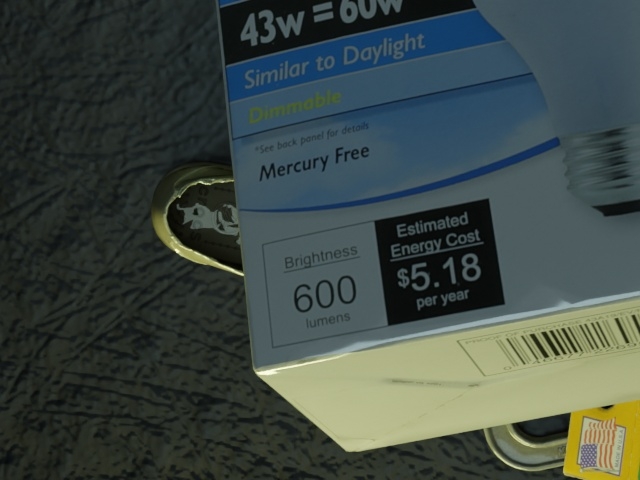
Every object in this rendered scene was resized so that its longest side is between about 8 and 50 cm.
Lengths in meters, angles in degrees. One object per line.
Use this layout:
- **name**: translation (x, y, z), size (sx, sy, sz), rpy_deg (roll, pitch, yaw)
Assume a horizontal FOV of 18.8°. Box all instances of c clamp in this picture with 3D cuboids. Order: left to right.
- **c clamp**: translation (0.174, 0.103, 1.432), size (0.161, 0.022, 0.137), rpy_deg (-8, 98, 11)

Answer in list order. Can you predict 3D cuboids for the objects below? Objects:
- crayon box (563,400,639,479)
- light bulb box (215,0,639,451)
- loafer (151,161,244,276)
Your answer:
- **crayon box**: translation (0.333, 0.099, 1.319), size (0.323, 0.083, 0.203), rpy_deg (13, 100, 39)
- **light bulb box**: translation (0.135, -0.087, 1.233), size (0.358, 0.225, 0.361), rpy_deg (-12, 69, 11)
- **loafer**: translation (0.000, 0.000, 1.408), size (0.269, 0.092, 0.101), rpy_deg (5, 100, 9)
